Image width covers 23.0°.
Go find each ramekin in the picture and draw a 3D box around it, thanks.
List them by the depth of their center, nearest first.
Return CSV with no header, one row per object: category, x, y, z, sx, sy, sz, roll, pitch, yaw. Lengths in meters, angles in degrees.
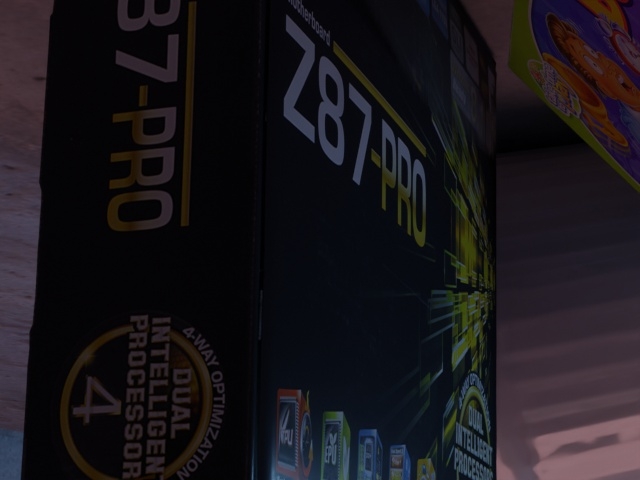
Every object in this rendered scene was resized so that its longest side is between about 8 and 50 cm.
ramekin,0.179,0.063,1.049,0.135,0.277,0.277,-12,162,13

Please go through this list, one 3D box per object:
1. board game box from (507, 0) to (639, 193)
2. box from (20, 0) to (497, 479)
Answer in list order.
board game box,0.187,-0.080,0.612,0.078,0.233,0.347,-42,165,-7
box,0.000,0.000,0.720,0.097,0.318,0.395,-6,162,18
